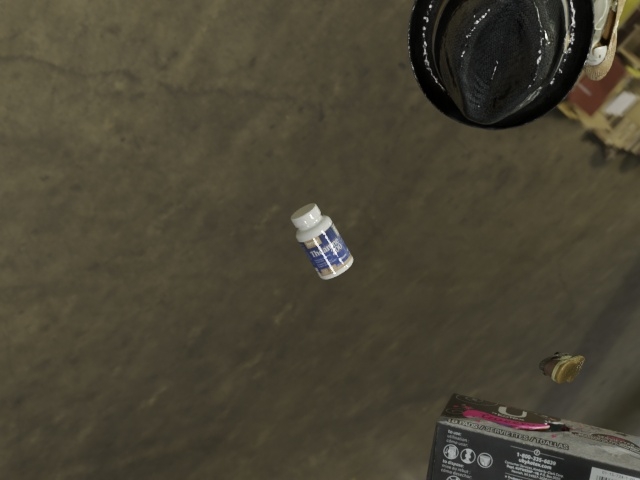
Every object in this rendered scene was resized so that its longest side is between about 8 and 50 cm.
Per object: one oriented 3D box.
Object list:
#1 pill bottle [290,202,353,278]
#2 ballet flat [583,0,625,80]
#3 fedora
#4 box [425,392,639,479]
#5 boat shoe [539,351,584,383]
[{"bbox_3d":[0.000,0.000,1.604,0.067,0.120,0.067,-28,-162,10],"label":"pill bottle"},{"bbox_3d":[0.492,-0.374,1.687,0.067,0.073,0.206,-32,137,-38],"label":"ballet flat"},{"bbox_3d":[0.283,-0.309,1.519,0.334,0.334,0.152,-57,-174,32],"label":"fedora"},{"bbox_3d":[0.250,0.289,1.089,0.142,0.247,0.163,-17,117,-75],"label":"box"},{"bbox_3d":[0.434,0.223,1.707,0.152,0.049,0.056,13,104,-62],"label":"boat shoe"}]
